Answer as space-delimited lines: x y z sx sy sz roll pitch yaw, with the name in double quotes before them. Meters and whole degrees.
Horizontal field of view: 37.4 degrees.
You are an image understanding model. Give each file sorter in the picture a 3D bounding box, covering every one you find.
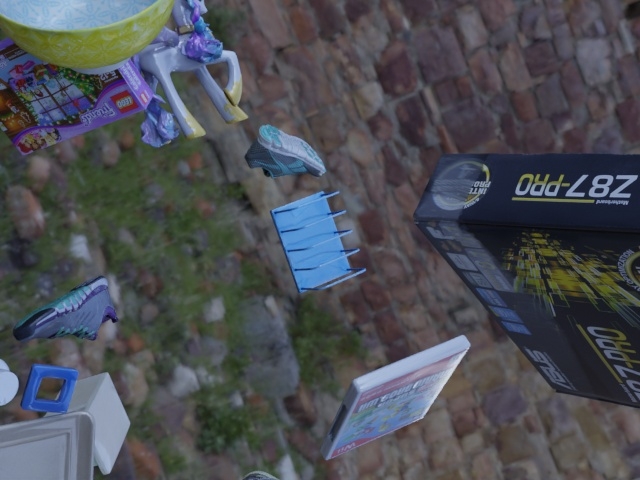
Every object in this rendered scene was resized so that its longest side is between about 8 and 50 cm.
"file sorter" 0.000 0.000 1.804 0.104 0.118 0.170 -8 -77 65

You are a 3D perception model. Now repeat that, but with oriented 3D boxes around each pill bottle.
"pill bottle" -0.730 0.288 2.015 0.103 0.184 0.103 -25 122 -48

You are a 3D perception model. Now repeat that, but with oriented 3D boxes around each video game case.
"video game case" 0.115 0.260 1.535 0.025 0.204 0.285 60 -25 25

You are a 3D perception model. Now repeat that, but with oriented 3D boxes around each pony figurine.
"pony figurine" -0.339 -0.388 1.991 0.303 0.351 0.363 -159 -129 -69

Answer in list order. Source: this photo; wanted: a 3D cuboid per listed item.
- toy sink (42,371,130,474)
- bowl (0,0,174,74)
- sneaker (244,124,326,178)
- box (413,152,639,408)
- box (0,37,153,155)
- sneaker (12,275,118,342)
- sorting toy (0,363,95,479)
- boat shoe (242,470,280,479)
"toy sink" -0.550 0.437 2.191 0.234 0.131 0.153 -89 160 -71
"bowl" -0.354 -0.350 1.447 0.156 0.289 0.289 90 -11 -50
"sneaker" -0.060 -0.132 1.543 0.166 0.076 0.065 22 30 -47
"box" 0.324 0.059 0.974 0.395 0.318 0.097 47 62 -41
"box" -0.474 -0.283 1.689 0.201 0.293 0.057 58 29 -32
"sneaker" -0.427 0.142 1.633 0.224 0.083 0.098 -37 105 -56
"sorting toy" -0.408 0.322 1.274 0.047 0.196 0.347 28 -63 53
"boat shoe" -0.035 0.451 1.568 0.073 0.223 0.080 54 60 -80
